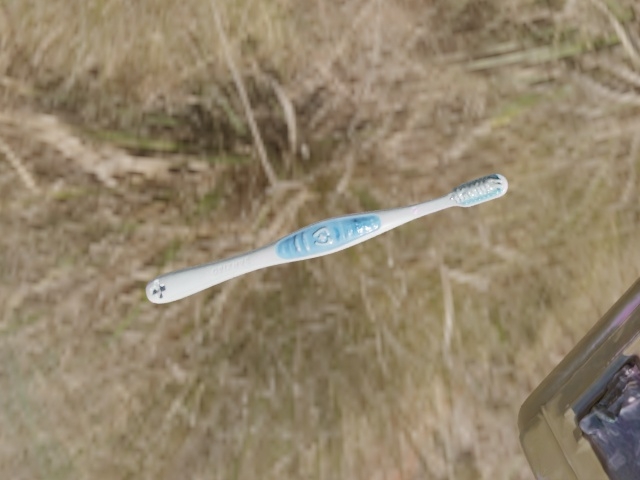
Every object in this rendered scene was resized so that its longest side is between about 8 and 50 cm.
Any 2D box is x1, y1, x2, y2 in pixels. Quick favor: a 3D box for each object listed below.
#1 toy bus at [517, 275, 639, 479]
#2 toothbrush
[{"bbox_3d":[0.206,0.020,0.659,0.157,0.139,0.289,2,139,-41],"label":"toy bus"},{"bbox_3d":[0.000,0.000,0.774,0.162,0.014,0.017,-18,171,25],"label":"toothbrush"}]
